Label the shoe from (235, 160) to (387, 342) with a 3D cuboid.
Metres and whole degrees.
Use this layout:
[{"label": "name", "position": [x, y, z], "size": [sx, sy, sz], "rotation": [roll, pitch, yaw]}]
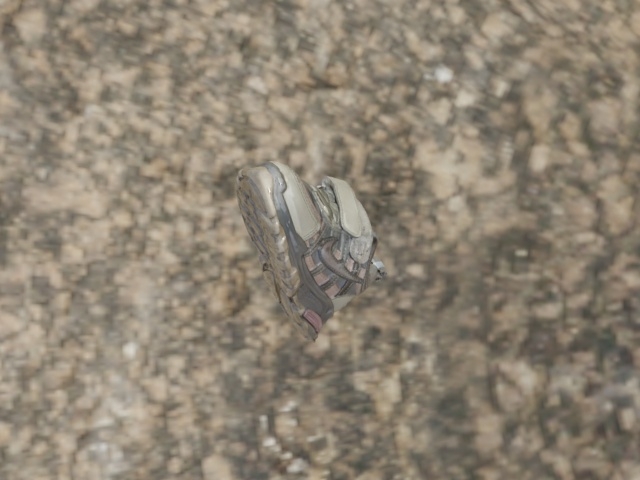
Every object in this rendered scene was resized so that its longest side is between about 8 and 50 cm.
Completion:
[{"label": "shoe", "position": [0.000, 0.000, 1.211], "size": [0.092, 0.180, 0.089], "rotation": [-28, 50, -9]}]
